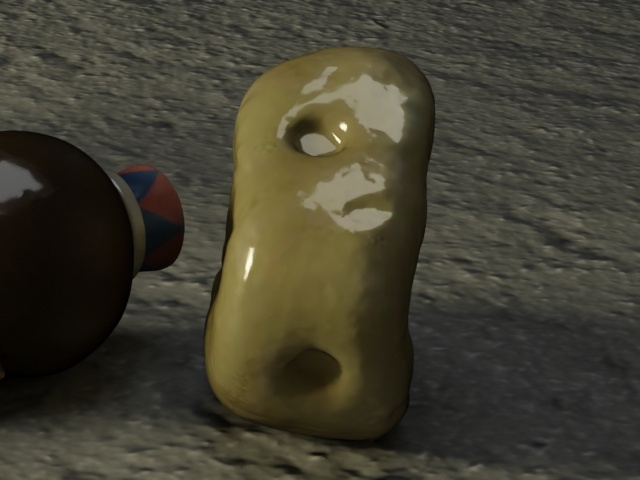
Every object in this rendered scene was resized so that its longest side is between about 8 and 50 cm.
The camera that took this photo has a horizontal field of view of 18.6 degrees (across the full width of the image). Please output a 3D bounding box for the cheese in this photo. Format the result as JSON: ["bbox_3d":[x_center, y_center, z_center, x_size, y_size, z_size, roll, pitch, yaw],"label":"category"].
[{"bbox_3d":[0.000,0.000,1.100,0.117,0.218,0.235,7,-3,-5],"label":"cheese"}]

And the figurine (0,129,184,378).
[{"bbox_3d":[-0.208,0.011,1.115,0.276,0.161,0.158,0,-19,-21],"label":"figurine"}]
